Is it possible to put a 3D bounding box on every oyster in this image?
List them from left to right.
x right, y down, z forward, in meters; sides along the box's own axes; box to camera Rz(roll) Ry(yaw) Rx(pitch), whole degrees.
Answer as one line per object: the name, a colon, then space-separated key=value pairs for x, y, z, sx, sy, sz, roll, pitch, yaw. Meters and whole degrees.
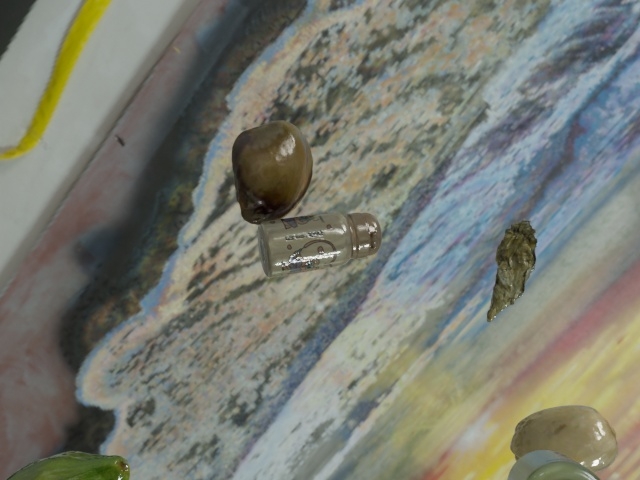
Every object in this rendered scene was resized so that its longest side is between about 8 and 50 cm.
oyster: x=0.284 y=0.039 z=1.058 sx=0.121 sy=0.045 sz=0.146 roll=-68 pitch=173 yaw=-66

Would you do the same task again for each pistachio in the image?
pistachio: x=-0.096 y=-0.125 z=1.312 sx=0.130 sy=0.165 sz=0.210 roll=-24 pitch=-136 yaw=62
pistachio: x=0.423 y=0.356 z=1.262 sx=0.201 sy=0.117 sz=0.145 roll=-19 pitch=-179 yaw=43

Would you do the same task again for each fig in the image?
fig: x=-0.402 y=0.407 z=1.127 sx=0.233 sy=0.167 sz=0.167 roll=-39 pitch=169 yaw=-12

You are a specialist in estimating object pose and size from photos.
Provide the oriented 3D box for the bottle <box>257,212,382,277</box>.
bottle: x=0.000 y=0.000 z=1.237 sx=0.209 sy=0.097 sz=0.110 roll=-8 pitch=-161 yaw=-15

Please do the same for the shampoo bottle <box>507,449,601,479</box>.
shampoo bottle: x=0.217 y=0.240 z=0.668 sx=0.079 sy=0.079 sz=0.162 roll=-48 pitch=166 yaw=-2
